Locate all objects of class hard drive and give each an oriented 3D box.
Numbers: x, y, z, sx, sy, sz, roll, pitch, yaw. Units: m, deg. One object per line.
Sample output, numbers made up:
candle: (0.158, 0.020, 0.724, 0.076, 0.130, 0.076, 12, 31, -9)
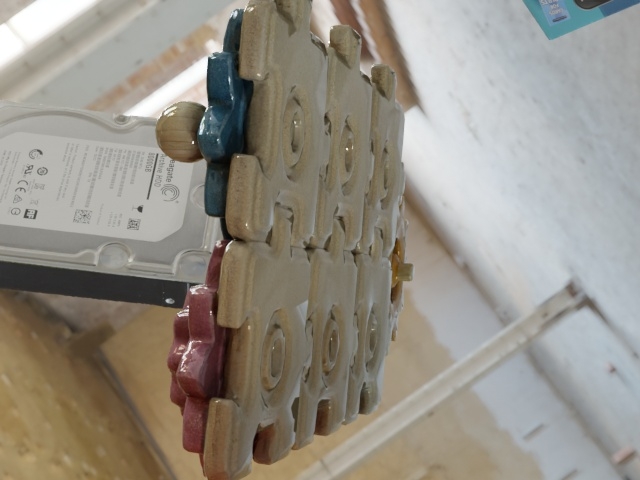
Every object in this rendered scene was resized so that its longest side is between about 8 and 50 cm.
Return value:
hard drive: (-0.258, -0.045, 1.309, 0.064, 0.338, 0.237, 100, 176, -53)

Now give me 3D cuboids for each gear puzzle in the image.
gear puzzle: (0.000, 0.000, 0.525, 0.339, 0.044, 0.176, 9, -94, -75)

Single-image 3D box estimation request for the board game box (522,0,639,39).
board game box: (0.387, -0.375, 1.244, 0.253, 0.336, 0.079, -18, 118, 46)
